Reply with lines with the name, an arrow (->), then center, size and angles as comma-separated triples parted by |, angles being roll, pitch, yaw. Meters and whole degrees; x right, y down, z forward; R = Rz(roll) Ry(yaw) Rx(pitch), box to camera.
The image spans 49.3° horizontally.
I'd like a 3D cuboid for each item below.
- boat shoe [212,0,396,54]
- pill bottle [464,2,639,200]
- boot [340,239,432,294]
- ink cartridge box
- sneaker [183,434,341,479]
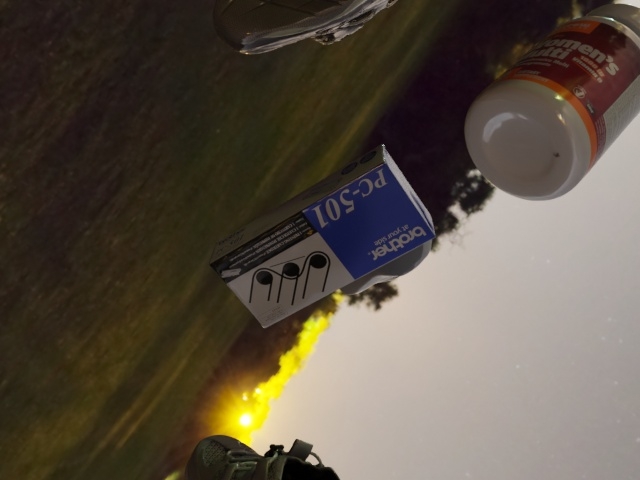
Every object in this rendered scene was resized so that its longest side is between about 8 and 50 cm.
boat shoe -> 0.014, -0.320, 0.930 | 0.355, 0.132, 0.130 | -33, 160, -26
pill bottle -> 0.246, -0.143, 0.681 | 0.221, 0.121, 0.121 | -42, 176, -32
boot -> 0.120, 0.007, 1.093 | 0.123, 0.095, 0.258 | -26, 177, -31
ink cartridge box -> 0.000, 0.000, 0.700 | 0.207, 0.097, 0.046 | -29, -155, 18
sneaker -> -0.028, 0.221, 0.607 | 0.281, 0.105, 0.115 | 15, -84, 54
